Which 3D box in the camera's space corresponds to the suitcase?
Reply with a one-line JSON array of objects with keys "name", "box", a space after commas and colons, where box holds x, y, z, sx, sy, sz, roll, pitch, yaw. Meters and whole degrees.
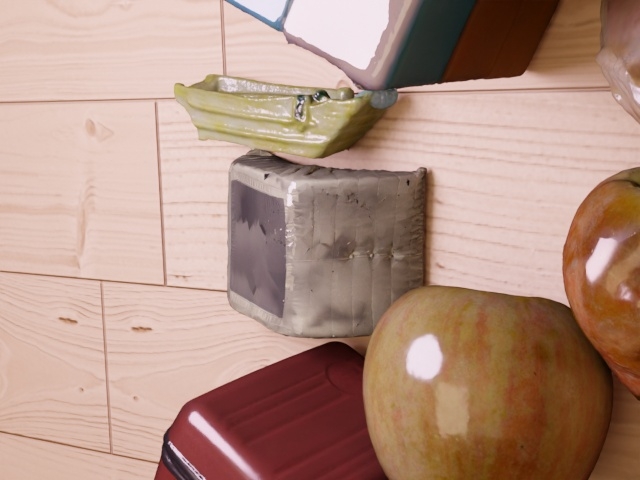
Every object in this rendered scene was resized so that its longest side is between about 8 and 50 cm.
[{"name": "suitcase", "box": [-0.018, 0.252, 1.438, 0.236, 0.297, 0.161, 41, 126, 25]}]

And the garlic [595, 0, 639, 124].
[{"name": "garlic", "box": [0.390, -0.261, 1.100, 0.231, 0.245, 0.340, 63, 142, 25]}]

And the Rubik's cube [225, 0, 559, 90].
[{"name": "Rubik's cube", "box": [0.066, -0.371, 1.227, 0.347, 0.346, 0.344, 33, 112, 20]}]

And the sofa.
[{"name": "sofa", "box": [0.000, 0.000, 1.521, 0.225, 0.176, 0.210, -163, 71, -63]}]

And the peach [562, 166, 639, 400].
[{"name": "peach", "box": [0.331, 0.049, 1.208, 0.214, 0.214, 0.236, -1, 103, 36]}]

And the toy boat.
[{"name": "toy boat", "box": [-0.044, -0.145, 1.509, 0.276, 0.111, 0.084, 8, 107, 32]}]

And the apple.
[{"name": "apple", "box": [0.167, 0.165, 1.308, 0.256, 0.257, 0.234, 4, 90, 36]}]
